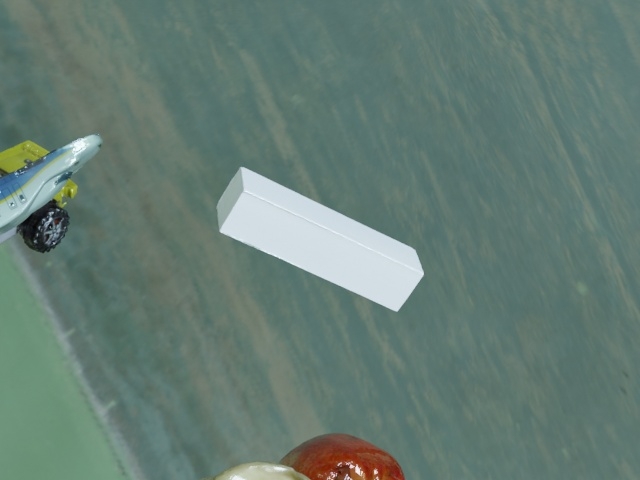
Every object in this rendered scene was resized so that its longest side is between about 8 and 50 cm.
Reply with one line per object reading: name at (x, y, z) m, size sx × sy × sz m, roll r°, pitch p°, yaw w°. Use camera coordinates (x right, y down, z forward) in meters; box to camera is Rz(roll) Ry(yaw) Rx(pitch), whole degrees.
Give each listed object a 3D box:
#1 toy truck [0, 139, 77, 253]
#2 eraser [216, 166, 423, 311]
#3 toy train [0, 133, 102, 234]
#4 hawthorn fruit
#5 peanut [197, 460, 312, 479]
toy truck at (-0.414, -0.020, 1.343) m, size 0.136 × 0.286 × 0.111 m, roll 28°, pitch 133°, yaw 20°
eraser at (0.000, 0.000, 1.639) m, size 0.298 × 0.078 × 0.076 m, roll 25°, pitch 113°, yaw -19°
toy train at (-0.327, -0.040, 1.195) m, size 0.234 × 0.052 × 0.051 m, roll -28°, pitch 88°, yaw -8°
hawthorn fruit at (0.012, 0.392, 1.747) m, size 0.211 × 0.299 × 0.211 m, roll -2°, pitch 95°, yaw -22°
peanut at (-0.120, 0.320, 0.882) m, size 0.174 × 0.158 × 0.339 m, roll 21°, pitch 98°, yaw 18°
